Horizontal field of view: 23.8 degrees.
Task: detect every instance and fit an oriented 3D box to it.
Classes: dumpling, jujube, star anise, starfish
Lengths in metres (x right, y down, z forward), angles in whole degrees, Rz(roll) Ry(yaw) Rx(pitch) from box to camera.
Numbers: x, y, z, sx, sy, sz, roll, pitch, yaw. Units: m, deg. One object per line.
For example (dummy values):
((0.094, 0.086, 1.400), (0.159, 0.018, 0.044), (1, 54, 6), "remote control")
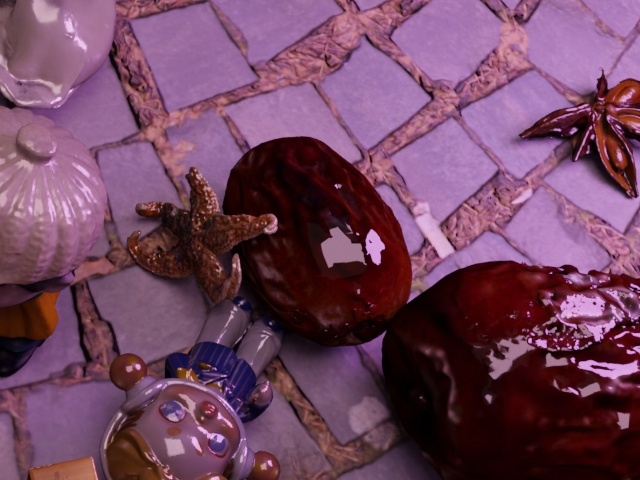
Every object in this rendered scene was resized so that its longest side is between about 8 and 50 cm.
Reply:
((-0.315, -0.253, 1.733), (0.162, 0.132, 0.250), (21, 59, -7), "dumpling")
((0.251, 0.154, 1.601), (0.376, 0.258, 0.258), (6, 61, -11), "jujube")
((0.000, 0.000, 1.653), (0.183, 0.183, 0.243), (-18, 66, -22), "jujube")
((0.367, -0.134, 1.892), (0.212, 0.053, 0.157), (-35, 75, -29), "star anise")
((-0.122, -0.005, 1.631), (0.053, 0.209, 0.150), (-8, 87, -48), "starfish")

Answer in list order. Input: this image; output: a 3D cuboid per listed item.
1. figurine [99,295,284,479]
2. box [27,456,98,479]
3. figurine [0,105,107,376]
((-0.136, 0.170, 1.561), (0.194, 0.133, 0.274), (21, 48, -22), "figurine")
((-0.224, 0.341, 1.422), (0.070, 0.152, 0.237), (-11, 65, -20), "box")
((-0.303, -0.003, 1.481), (0.185, 0.332, 0.204), (39, 75, 10), "figurine")
